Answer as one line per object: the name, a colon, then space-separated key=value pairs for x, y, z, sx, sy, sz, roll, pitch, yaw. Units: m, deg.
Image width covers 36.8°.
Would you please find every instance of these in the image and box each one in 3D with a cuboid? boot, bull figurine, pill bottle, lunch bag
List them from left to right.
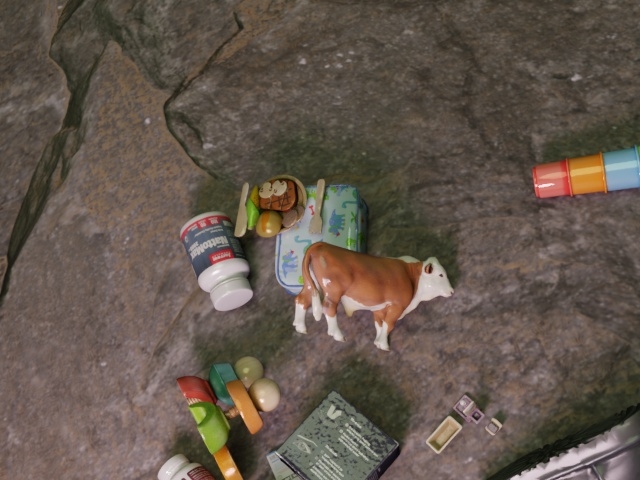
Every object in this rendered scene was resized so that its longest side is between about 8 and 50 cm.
pill bottle: x=-0.226 y=0.466 z=1.767 sx=0.152 sy=0.086 sz=0.086 roll=39 pitch=85 yaw=25
pill bottle: x=-0.202 y=0.042 z=1.909 sx=0.108 sy=0.108 sz=0.180 roll=-27 pitch=65 yaw=5
lunch bag: x=0.000 y=0.000 z=1.875 sx=0.176 sy=0.090 sz=0.218 roll=-3 pitch=69 yaw=14
bull figurine: x=0.094 y=0.098 z=1.750 sx=0.311 sy=0.101 sz=0.188 roll=14 pitch=85 yaw=-25
boot: x=0.474 y=0.528 z=1.507 sx=0.367 sy=0.146 sz=0.445 roll=-37 pitch=80 yaw=37

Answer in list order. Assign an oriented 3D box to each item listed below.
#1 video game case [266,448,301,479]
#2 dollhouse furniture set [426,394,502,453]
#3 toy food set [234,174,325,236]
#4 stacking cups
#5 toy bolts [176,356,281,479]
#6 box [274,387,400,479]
video game case: x=-0.015 y=0.441 z=1.754 sx=0.119 sy=0.015 sz=0.166 roll=-28 pitch=65 yaw=4
dollhouse furniture set: x=0.245 y=0.332 z=1.682 sx=0.114 sy=0.081 sz=0.091 roll=-47 pitch=65 yaw=-4
toy food set: x=-0.085 y=-0.069 z=1.863 sx=0.192 sy=0.038 sz=0.132 roll=-2 pitch=71 yaw=26
stacking cups: x=0.552 y=-0.137 z=1.765 sx=0.316 sy=0.096 sz=0.096 roll=-5 pitch=69 yaw=15
toy bolts: x=-0.147 y=0.318 z=1.781 sx=0.159 sy=0.218 sz=0.228 roll=-27 pitch=31 yaw=-9
box: x=0.033 y=0.378 z=1.706 sx=0.156 sy=0.093 sz=0.158 roll=39 pitch=76 yaw=21
